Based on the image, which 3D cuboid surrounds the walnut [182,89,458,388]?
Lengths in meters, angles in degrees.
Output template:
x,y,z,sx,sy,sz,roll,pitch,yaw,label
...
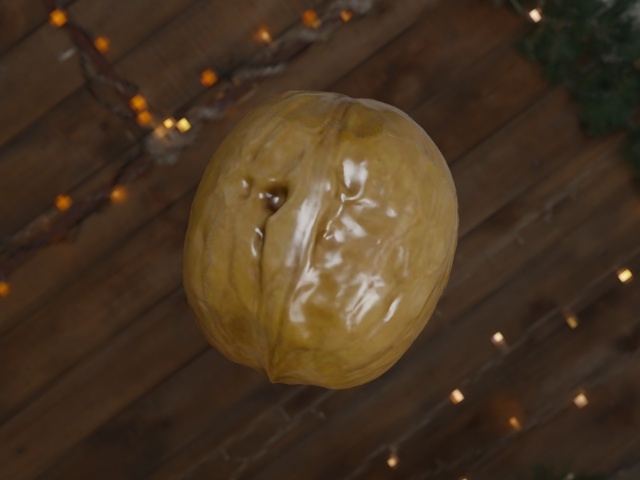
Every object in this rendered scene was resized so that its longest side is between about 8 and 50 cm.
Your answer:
x,y,z,sx,sy,sz,roll,pitch,yaw,label
0.000,0.000,0.991,0.195,0.222,0.195,20,-14,5,walnut
